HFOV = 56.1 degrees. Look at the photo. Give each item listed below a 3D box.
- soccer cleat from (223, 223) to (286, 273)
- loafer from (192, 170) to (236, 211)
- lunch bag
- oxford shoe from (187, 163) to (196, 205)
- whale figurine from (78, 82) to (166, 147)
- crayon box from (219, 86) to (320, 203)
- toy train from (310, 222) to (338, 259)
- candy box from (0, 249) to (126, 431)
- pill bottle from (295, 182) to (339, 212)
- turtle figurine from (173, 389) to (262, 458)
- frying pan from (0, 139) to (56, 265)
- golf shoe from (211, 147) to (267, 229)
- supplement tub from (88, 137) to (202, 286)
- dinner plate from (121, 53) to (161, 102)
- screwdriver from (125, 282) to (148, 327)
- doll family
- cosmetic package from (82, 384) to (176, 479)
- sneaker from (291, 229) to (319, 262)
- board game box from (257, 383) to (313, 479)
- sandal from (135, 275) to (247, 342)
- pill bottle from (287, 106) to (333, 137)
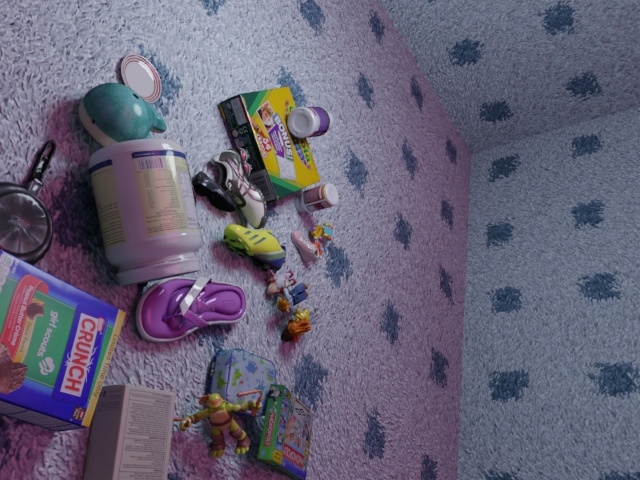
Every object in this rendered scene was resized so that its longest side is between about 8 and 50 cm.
[{"bbox_3d":[-0.205,0.004,1.902,0.289,0.093,0.121,42,65,-51],"label":"soccer cleat"},{"bbox_3d":[-0.316,-0.148,1.833,0.170,0.062,0.061,44,40,-43],"label":"loafer"},{"bbox_3d":[-0.226,0.416,1.739,0.219,0.090,0.176,35,50,-47],"label":"lunch bag"},{"bbox_3d":[-0.391,-0.139,1.712,0.076,0.076,0.212,-167,-106,-82],"label":"oxford shoe"},{"bbox_3d":[-0.485,-0.327,1.546,0.216,0.141,0.272,51,24,2],"label":"whale figurine"},{"bbox_3d":[-0.165,-0.335,2.087,0.313,0.106,0.363,-33,106,-56],"label":"crayon box"},{"bbox_3d":[0.000,0.000,2.282,0.166,0.046,0.125,-26,102,-54],"label":"toy train"},{"bbox_3d":[-0.588,0.214,1.225,0.317,0.122,0.268,42,46,-44],"label":"candy box"},{"bbox_3d":[-0.016,-0.152,2.208,0.086,0.152,0.086,27,57,-51],"label":"pill bottle"},{"bbox_3d":[-0.275,0.479,1.593,0.087,0.269,0.217,-120,-162,-56],"label":"turtle figurine"},{"bbox_3d":[-0.634,-0.071,1.333,0.197,0.053,0.326,61,39,-25],"label":"frying pan"},{"bbox_3d":[-0.260,-0.155,1.907,0.120,0.105,0.273,-22,92,-41],"label":"golf shoe"},{"bbox_3d":[-0.422,-0.065,1.474,0.235,0.235,0.325,-8,86,-58],"label":"supplement tub"},{"bbox_3d":[-0.506,-0.453,1.689,0.141,0.017,0.141,25,60,-52],"label":"dinner plate"},{"bbox_3d":[-0.463,0.145,1.536,0.025,0.024,0.170,20,60,-20],"label":"screwdriver"},{"bbox_3d":[-0.085,0.220,1.999,0.163,0.118,0.263,-32,106,-56],"label":"doll family"},{"bbox_3d":[-0.436,0.495,1.368,0.160,0.113,0.310,30,55,-49],"label":"cosmetic package"},{"bbox_3d":[-0.049,0.015,2.175,0.051,0.070,0.134,-49,118,-50],"label":"sneaker"},{"bbox_3d":[-0.098,0.590,1.829,0.317,0.046,0.214,61,31,-55],"label":"board game box"},{"bbox_3d":[-0.329,0.171,1.655,0.416,0.102,0.169,-7,84,-59],"label":"sandal"},{"bbox_3d":[-0.028,-0.423,2.142,0.193,0.108,0.108,-25,100,-62],"label":"pill bottle"}]
